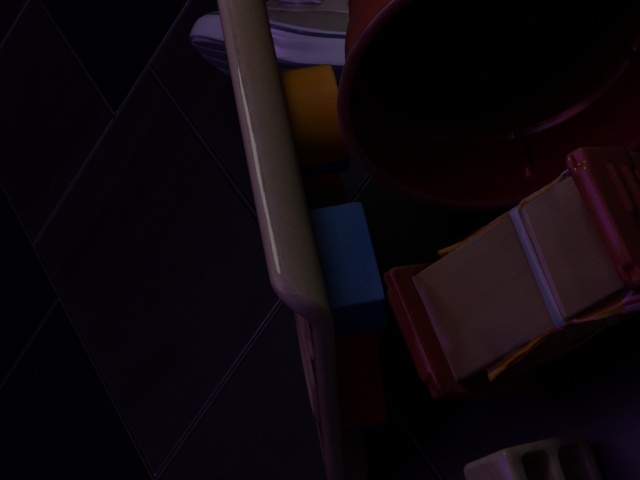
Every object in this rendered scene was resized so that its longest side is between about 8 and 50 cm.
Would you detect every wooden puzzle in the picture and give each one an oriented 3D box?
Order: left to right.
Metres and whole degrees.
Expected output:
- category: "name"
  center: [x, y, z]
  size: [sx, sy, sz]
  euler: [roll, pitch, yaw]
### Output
- category: "wooden puzzle"
  center: [0.000, 0.000, 1.254]
  size: [0.080, 0.348, 0.322]
  euler: [-12, 57, 1]

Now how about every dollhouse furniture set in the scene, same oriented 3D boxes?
- category: "dollhouse furniture set"
  center: [0.216, 0.140, 1.080]
  size: [0.201, 0.152, 0.374]
  euler: [-33, 69, 34]

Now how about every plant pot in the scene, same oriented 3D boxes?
- category: "plant pot"
  center: [0.131, -0.212, 1.219]
  size: [0.272, 0.272, 0.265]
  euler: [-40, 41, 30]

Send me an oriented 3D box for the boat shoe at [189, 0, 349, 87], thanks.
- category: "boat shoe"
  center: [-0.004, -0.197, 1.485]
  size: [0.302, 0.109, 0.094]
  euler: [15, 70, 41]
